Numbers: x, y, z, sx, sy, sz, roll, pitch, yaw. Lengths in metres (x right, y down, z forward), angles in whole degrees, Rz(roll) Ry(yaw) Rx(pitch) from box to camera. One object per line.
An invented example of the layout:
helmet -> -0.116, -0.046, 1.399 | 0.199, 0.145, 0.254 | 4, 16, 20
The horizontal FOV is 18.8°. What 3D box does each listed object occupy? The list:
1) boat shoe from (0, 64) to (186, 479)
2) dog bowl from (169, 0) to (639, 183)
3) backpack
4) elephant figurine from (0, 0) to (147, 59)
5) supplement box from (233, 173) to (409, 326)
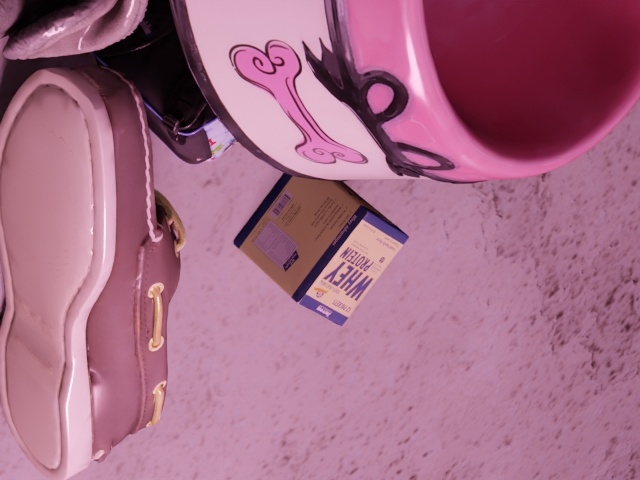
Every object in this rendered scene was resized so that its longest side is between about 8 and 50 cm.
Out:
boat shoe -> -0.142, 0.016, 1.239 | 0.096, 0.116, 0.324 | -23, 138, -33
dog bowl -> 0.097, -0.217, 1.150 | 0.408, 0.150, 0.408 | -28, 127, -44
backpack -> -0.071, -0.115, 1.207 | 0.114, 0.105, 0.084 | -43, 162, -11
elephant figurine -> -0.151, -0.159, 1.018 | 0.239, 0.186, 0.169 | -20, 129, -19
supplement box -> 0.000, 0.000, 1.372 | 0.083, 0.083, 0.056 | -53, 140, 6
